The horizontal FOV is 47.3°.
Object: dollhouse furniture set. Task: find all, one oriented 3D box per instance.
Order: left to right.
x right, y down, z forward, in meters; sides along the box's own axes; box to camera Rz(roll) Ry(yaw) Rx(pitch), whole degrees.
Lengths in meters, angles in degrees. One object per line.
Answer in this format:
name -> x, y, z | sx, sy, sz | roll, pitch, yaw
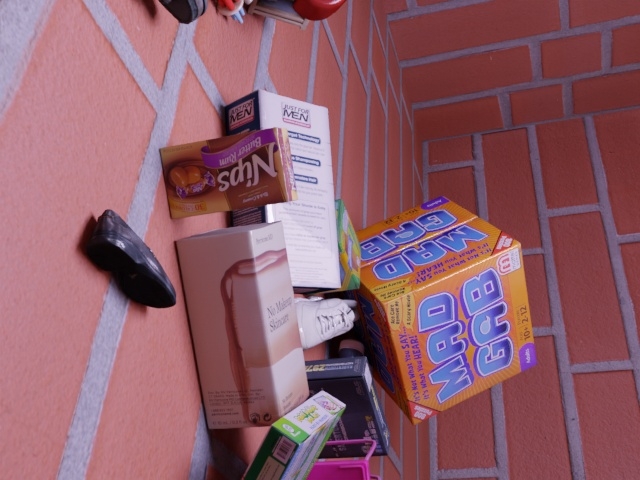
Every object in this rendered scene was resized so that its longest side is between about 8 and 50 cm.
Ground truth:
dollhouse furniture set -> -0.067, -0.566, 1.522 | 0.129, 0.129, 0.184 | 129, -31, -56

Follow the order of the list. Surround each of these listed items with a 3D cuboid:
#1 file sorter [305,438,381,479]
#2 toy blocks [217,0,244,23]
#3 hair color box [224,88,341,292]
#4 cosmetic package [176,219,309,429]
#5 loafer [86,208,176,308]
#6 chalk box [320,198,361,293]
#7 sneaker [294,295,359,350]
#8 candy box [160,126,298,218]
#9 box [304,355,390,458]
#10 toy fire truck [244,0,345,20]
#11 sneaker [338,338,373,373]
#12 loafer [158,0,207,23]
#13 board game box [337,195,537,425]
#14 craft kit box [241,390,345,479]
file sorter -> 0.018, 0.519, 1.305 | 0.182, 0.202, 0.291 | -2, 85, -75
toy blocks -> -0.176, -0.482, 1.340 | 0.148, 0.054, 0.123 | 52, 32, -64
hair color box -> -0.069, -0.080, 1.328 | 0.173, 0.105, 0.347 | 6, 76, -44
cosmetic package -> -0.115, 0.127, 1.143 | 0.153, 0.129, 0.296 | -29, 110, -71
loafer -> -0.229, 0.028, 0.924 | 0.170, 0.062, 0.061 | 65, 19, -50
chalk box -> 0.000, 0.000, 1.594 | 0.213, 0.132, 0.132 | 66, 22, -45
sneaker -> 0.003, 0.168, 1.564 | 0.292, 0.118, 0.110 | -20, 104, -72
candy box -> -0.134, -0.097, 1.074 | 0.053, 0.186, 0.109 | -23, 105, -73
box -> 0.025, 0.334, 1.440 | 0.059, 0.183, 0.233 | -74, 153, -53
toy fire truck -> -0.057, -0.487, 1.341 | 0.217, 0.246, 0.158 | 41, -12, -12
sneaker -> 0.074, 0.360, 1.785 | 0.226, 0.086, 0.164 | 69, 26, -56
loafer -> -0.254, -0.406, 1.009 | 0.084, 0.096, 0.268 | -61, 138, -32
board game box -> 0.270, 0.158, 1.825 | 0.356, 0.356, 0.356 | 45, -26, 59
craft kit box -> -0.068, 0.366, 1.105 | 0.250, 0.061, 0.246 | -62, 163, 7
